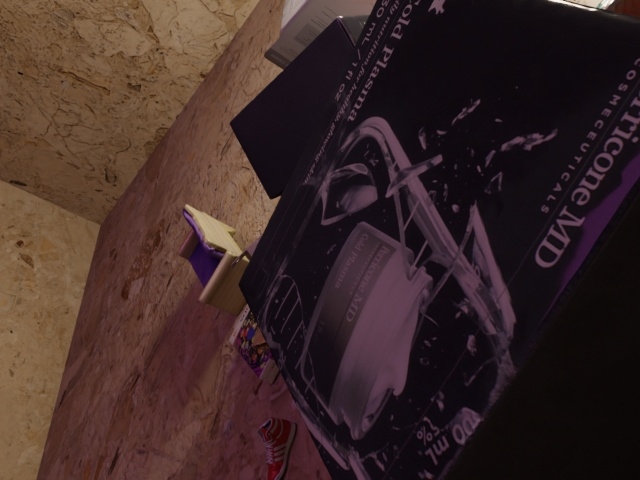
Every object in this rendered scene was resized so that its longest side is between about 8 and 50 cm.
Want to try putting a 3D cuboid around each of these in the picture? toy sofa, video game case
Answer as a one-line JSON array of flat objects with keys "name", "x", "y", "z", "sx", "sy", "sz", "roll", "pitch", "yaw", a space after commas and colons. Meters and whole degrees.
[{"name": "toy sofa", "x": -0.302, "y": 0.044, "z": 1.765, "sx": 0.150, "sy": 0.177, "sz": 0.362, "roll": -58, "pitch": 28, "yaw": 6}, {"name": "video game case", "x": -0.112, "y": 0.179, "z": 1.461, "sx": 0.210, "sy": 0.041, "sz": 0.232, "roll": -63, "pitch": 27, "yaw": 1}]

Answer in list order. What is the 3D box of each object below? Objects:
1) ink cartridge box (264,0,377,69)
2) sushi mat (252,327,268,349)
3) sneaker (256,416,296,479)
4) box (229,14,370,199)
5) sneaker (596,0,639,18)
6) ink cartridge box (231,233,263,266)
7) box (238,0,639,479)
[{"name": "ink cartridge box", "x": 0.076, "y": -0.438, "z": 1.412, "sx": 0.272, "sy": 0.309, "sz": 0.130, "roll": -34, "pitch": 38, "yaw": 42}, {"name": "sushi mat", "x": -0.032, "y": 0.046, "z": 1.193, "sx": 0.151, "sy": 0.019, "sz": 0.317, "roll": -17, "pitch": 48, "yaw": 50}, {"name": "sneaker", "x": -0.092, "y": 0.388, "z": 1.209, "sx": 0.042, "sy": 0.067, "sz": 0.118, "roll": -17, "pitch": 51, "yaw": 54}, {"name": "box", "x": 0.062, "y": -0.260, "z": 1.244, "sx": 0.343, "sy": 0.179, "sz": 0.312, "roll": -32, "pitch": -5, "yaw": 43}, {"name": "sneaker", "x": 0.472, "y": -0.349, "z": 0.868, "sx": 0.302, "sy": 0.108, "sz": 0.121, "roll": -37, "pitch": 21, "yaw": 11}, {"name": "ink cartridge box", "x": -0.093, "y": 0.011, "z": 1.358, "sx": 0.198, "sy": 0.067, "sz": 0.115, "roll": -41, "pitch": -1, "yaw": -10}, {"name": "box", "x": 0.181, "y": 0.007, "z": 0.714, "sx": 0.480, "sy": 0.297, "sz": 0.472, "roll": -63, "pitch": 33, "yaw": 17}]
